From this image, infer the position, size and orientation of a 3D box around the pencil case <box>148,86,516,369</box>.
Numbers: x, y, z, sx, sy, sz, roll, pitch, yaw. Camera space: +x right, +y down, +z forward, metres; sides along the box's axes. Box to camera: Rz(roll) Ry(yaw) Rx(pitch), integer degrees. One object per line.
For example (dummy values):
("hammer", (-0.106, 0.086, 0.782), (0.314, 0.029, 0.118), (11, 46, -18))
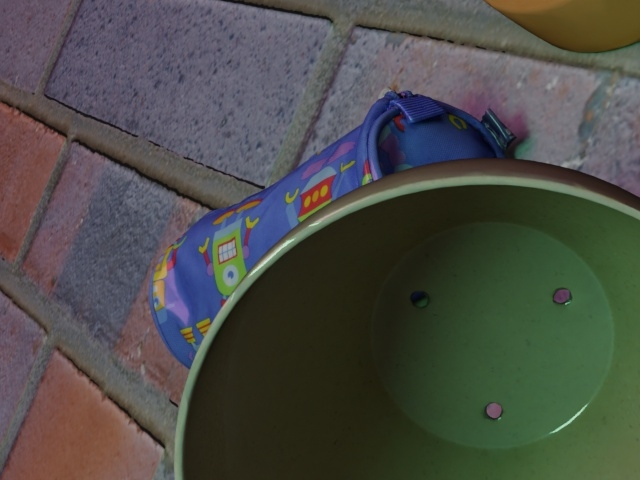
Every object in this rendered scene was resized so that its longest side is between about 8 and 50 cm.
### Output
("pencil case", (0.000, 0.000, 1.142), (0.306, 0.119, 0.133), (-31, 69, 48))

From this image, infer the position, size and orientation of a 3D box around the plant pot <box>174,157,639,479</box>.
("plant pot", (0.084, 0.078, 0.825), (0.284, 0.284, 0.191), (-58, 4, 19))

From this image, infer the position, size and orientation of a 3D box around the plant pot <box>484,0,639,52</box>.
("plant pot", (0.139, -0.286, 1.017), (0.291, 0.203, 0.290), (-40, 39, 43))
